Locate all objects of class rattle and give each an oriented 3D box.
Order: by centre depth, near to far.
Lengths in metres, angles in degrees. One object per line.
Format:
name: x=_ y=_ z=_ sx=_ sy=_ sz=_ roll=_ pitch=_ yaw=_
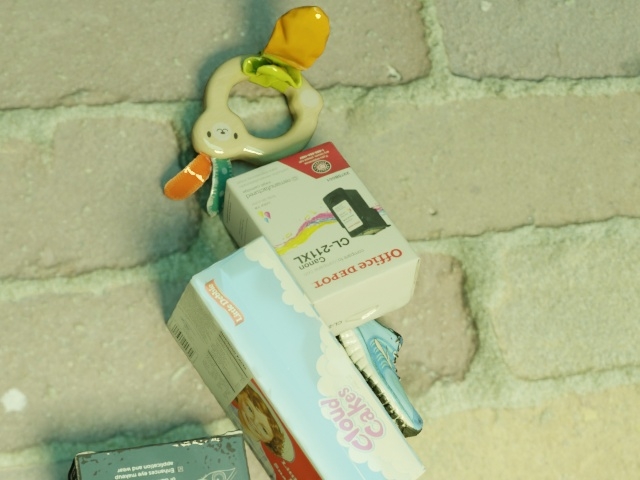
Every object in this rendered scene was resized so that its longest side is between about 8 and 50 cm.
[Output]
rattle: x=-0.068 y=-0.127 z=1.375 sx=0.199 sy=0.142 sz=0.130 roll=-43 pitch=104 yaw=-31

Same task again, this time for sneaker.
sneaker: x=0.062 y=0.121 z=1.358 sx=0.073 sy=0.063 sz=0.162 roll=-25 pitch=79 yaw=-26

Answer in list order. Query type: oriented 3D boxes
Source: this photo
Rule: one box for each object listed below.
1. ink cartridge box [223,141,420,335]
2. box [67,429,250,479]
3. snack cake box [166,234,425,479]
ink cartridge box: x=0.000 y=0.000 z=1.349 sx=0.127 sy=0.072 sz=0.175 roll=-22 pitch=57 yaw=-23
box: x=-0.141 y=0.267 z=1.227 sx=0.156 sy=0.093 sz=0.158 roll=-5 pitch=71 yaw=-18
snack cake box: x=-0.029 y=0.143 z=1.273 sx=0.089 sy=0.152 sz=0.264 roll=-31 pitch=82 yaw=-24
